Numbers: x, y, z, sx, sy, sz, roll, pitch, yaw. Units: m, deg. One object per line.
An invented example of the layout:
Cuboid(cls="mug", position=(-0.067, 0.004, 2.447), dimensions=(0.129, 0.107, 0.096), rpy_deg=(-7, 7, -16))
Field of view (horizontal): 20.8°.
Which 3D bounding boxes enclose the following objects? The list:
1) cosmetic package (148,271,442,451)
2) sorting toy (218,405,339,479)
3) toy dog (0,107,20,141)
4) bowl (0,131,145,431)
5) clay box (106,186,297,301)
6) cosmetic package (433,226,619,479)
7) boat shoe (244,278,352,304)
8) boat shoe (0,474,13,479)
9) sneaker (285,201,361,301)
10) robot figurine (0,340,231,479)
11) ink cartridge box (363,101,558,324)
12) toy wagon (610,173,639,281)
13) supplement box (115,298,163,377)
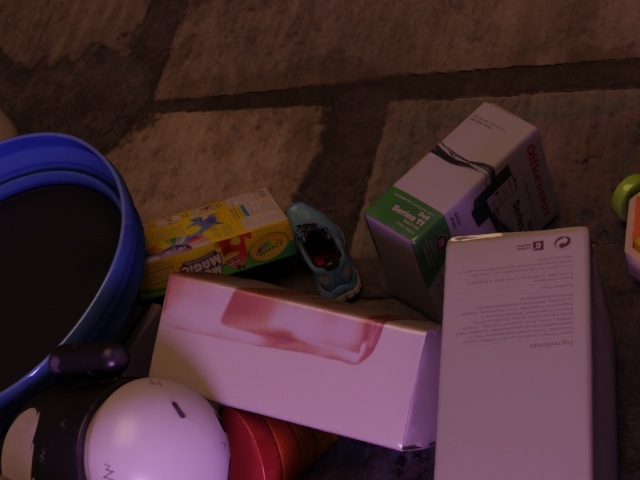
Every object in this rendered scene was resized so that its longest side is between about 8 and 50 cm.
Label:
Cuboid(cls="cosmetic package", position=(-0.012, 0.123, 1.847), dimensions=(0.296, 0.153, 0.129), rpy_deg=(13, 92, 21))
Cuboid(cls="sorting toy", position=(0.027, 0.281, 1.782), dimensions=(0.126, 0.127, 0.365), rpy_deg=(-15, 37, -28))
Cuboid(cls="toy dog", position=(-0.562, -0.177, 2.207), dimensions=(0.395, 0.408, 0.284), rpy_deg=(29, 64, 39))
Cuboid(cls="bowl", position=(-0.375, 0.053, 2.022), dimensions=(0.391, 0.077, 0.391), rpy_deg=(-17, 49, 21))
Cuboid(cls="clay box", position=(-0.151, 0.007, 2.079), dimensions=(0.222, 0.053, 0.127), rpy_deg=(-18, 23, -8))
Cuboid(cls="cosmetic package", position=(0.206, 0.198, 1.696), dimensions=(0.156, 0.217, 0.385), rpy_deg=(-6, 44, 16))
Cuboid(cls="boat shoe", position=(-0.052, 0.099, 1.983), dimensions=(0.224, 0.080, 0.073), rpy_deg=(8, 46, 21))
Cuboid(cls="boat shoe", position=(-0.281, 0.309, 1.692), dimensions=(0.324, 0.116, 0.096), rpy_deg=(25, 97, 25))
Cuboid(cls="sneaker", position=(0.000, 0.000, 2.062), dimensions=(0.063, 0.073, 0.162), rpy_deg=(-28, 44, -6))
Cuboid(cls="robot figurine", position=(-0.217, 0.229, 1.815), dimensions=(0.278, 0.209, 0.173), rpy_deg=(-11, 45, 46))
Cuboid(cls="ink cartridge box", position=(0.163, -0.032, 1.974), dimensions=(0.208, 0.153, 0.087), rpy_deg=(-43, 49, -19))
Cuboid(cls="toy wagon", position=(0.499, -0.047, 1.919), dimensions=(0.344, 0.068, 0.267), rpy_deg=(-35, 46, -13))
Cuboid(cls="supplement box", position=(-0.304, 0.121, 2.063), dimensions=(0.239, 0.073, 0.130), rpy_deg=(12, 53, 29))
